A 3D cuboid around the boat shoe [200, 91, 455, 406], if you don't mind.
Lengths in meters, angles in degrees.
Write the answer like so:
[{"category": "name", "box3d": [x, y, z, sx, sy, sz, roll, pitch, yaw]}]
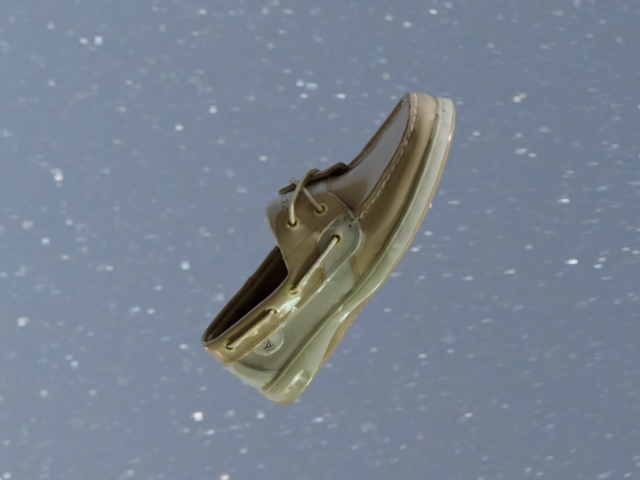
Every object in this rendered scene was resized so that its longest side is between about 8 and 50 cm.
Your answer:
[{"category": "boat shoe", "box3d": [0.000, 0.000, 0.692, 0.059, 0.063, 0.170, 27, -68, -12]}]
